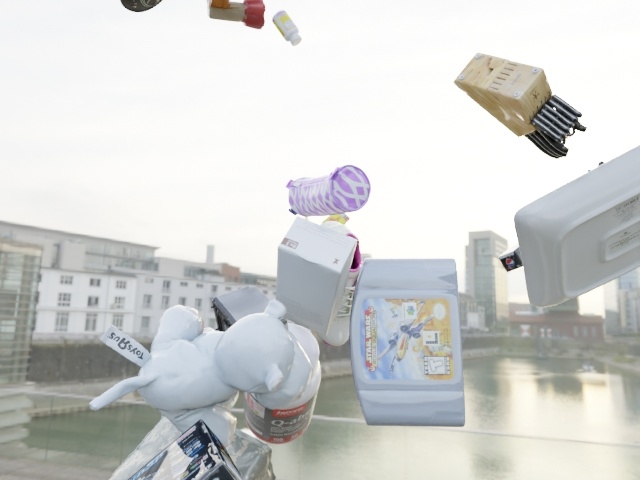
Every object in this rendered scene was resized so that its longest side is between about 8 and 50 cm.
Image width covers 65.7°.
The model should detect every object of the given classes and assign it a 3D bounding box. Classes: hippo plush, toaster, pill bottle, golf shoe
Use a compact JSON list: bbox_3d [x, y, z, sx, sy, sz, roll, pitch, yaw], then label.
[{"bbox_3d":[-0.147,0.172,0.780,0.236,0.234,0.294,-24,-46,11],"label":"hippo plush"},{"bbox_3d":[-0.147,0.211,1.076,0.110,0.168,0.185,-22,35,-27],"label":"toaster"},{"bbox_3d":[-0.081,-0.520,1.217,0.043,0.083,0.043,-34,-6,-4],"label":"pill bottle"},{"bbox_3d":[0.039,0.110,1.172,0.115,0.306,0.140,-5,6,-24],"label":"golf shoe"},{"bbox_3d":[-0.110,0.404,1.392,0.210,0.210,0.363,3,-43,-6],"label":"pill bottle"}]

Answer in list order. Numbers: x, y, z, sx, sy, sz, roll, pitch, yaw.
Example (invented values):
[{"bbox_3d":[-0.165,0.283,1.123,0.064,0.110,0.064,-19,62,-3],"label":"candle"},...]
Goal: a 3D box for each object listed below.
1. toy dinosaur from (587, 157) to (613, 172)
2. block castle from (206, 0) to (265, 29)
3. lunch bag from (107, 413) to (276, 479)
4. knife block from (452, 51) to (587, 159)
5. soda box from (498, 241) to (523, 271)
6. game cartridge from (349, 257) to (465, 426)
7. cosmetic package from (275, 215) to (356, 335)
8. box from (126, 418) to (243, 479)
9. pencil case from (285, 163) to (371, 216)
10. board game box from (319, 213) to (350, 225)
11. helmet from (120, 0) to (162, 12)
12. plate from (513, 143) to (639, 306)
[{"bbox_3d":[0.664,-0.068,0.977,0.164,0.218,0.322,-31,14,38],"label":"toy dinosaur"},{"bbox_3d":[-0.169,-0.796,1.256,0.212,0.303,0.453,-5,-13,-20],"label":"block castle"},{"bbox_3d":[-0.278,0.503,1.044,0.287,0.235,0.169,19,-47,22],"label":"lunch bag"},{"bbox_3d":[0.471,-0.305,1.164,0.242,0.088,0.275,39,0,-45],"label":"knife block"},{"bbox_3d":[0.603,0.032,1.475,0.169,0.053,0.060,-28,-4,-39],"label":"soda box"},{"bbox_3d":[0.151,0.177,0.891,0.198,0.297,0.062,0,-14,-2],"label":"game cartridge"},{"bbox_3d":[-0.014,0.071,0.899,0.117,0.085,0.231,23,-37,9],"label":"cosmetic package"},{"bbox_3d":[-0.190,0.298,0.518,0.220,0.051,0.175,-37,7,-20],"label":"box"},{"bbox_3d":[0.009,-0.091,0.919,0.088,0.086,0.206,47,-21,-20],"label":"pencil case"},{"bbox_3d":[0.000,0.000,1.349,0.181,0.043,0.092,-51,-6,39],"label":"board game box"},{"bbox_3d":[-0.486,-0.693,1.270,0.169,0.170,0.161,-1,-17,15],"label":"helmet"},{"bbox_3d":[0.428,-0.015,0.716,0.277,0.045,0.278,-28,-42,7],"label":"plate"}]
